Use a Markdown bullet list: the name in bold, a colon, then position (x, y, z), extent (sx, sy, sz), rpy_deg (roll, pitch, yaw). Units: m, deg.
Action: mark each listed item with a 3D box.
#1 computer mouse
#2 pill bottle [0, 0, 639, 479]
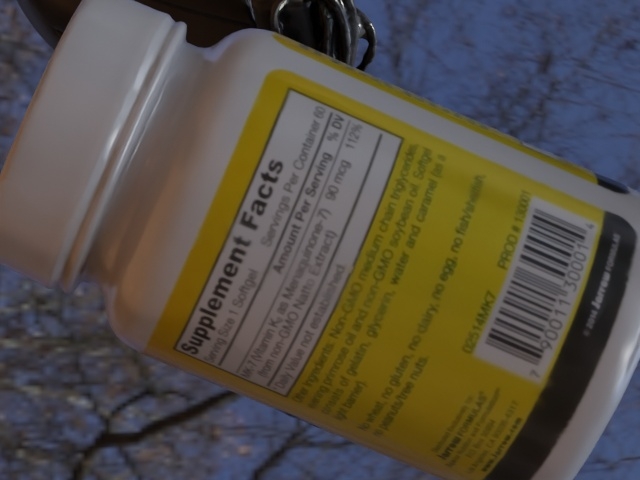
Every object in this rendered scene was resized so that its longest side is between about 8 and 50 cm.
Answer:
- **computer mouse**: position (-0.088, -0.118, 0.982), extent (0.272, 0.188, 0.072), rpy_deg (33, -115, 30)
- **pill bottle**: position (0.000, 0.000, 0.632), extent (0.208, 0.119, 0.119), rpy_deg (24, -78, -4)
